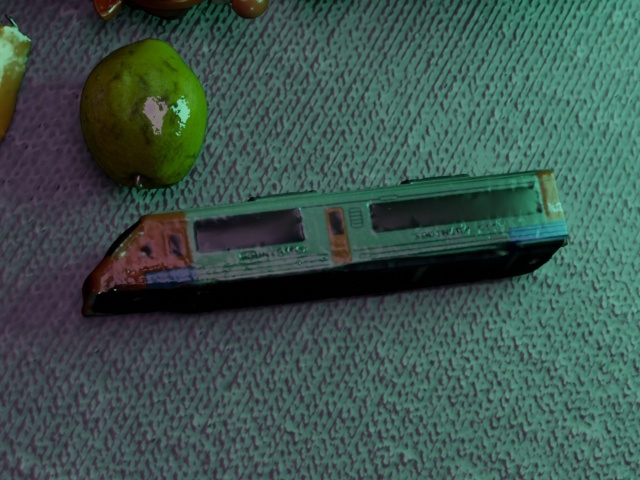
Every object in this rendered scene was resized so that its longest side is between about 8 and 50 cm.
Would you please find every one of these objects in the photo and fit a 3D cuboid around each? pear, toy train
[{"bbox_3d":[-0.148,-0.104,1.520,0.107,0.107,0.131,7,64,-9],"label":"pear"},{"bbox_3d":[0.000,0.000,1.530,0.409,0.086,0.089,-6,75,-12],"label":"toy train"}]

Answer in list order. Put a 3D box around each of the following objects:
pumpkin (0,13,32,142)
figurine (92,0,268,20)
[{"bbox_3d":[-0.370,-0.188,1.455,0.280,0.190,0.139,21,71,-6],"label":"pumpkin"},{"bbox_3d":[-0.101,-0.260,1.563,0.226,0.160,0.183,-27,81,-8],"label":"figurine"}]
